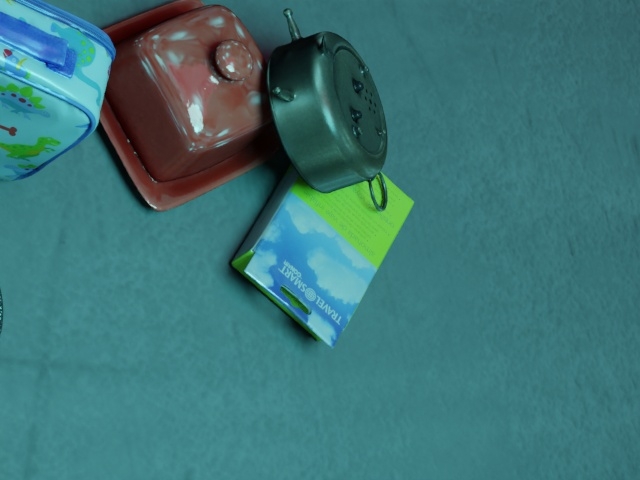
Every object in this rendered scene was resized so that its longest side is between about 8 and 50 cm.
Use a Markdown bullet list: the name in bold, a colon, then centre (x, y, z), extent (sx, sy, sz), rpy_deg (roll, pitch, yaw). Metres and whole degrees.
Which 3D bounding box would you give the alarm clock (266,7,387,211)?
- **alarm clock**: centre (0.018, -0.095, 1.563), extent (0.129, 0.064, 0.192), rpy_deg (-85, 152, -44)

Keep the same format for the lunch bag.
- **lunch bag**: centre (-0.272, -0.131, 1.370), extent (0.219, 0.176, 0.090), rpy_deg (22, 61, -26)

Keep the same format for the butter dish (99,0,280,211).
- **butter dish**: centre (-0.097, -0.129, 1.532), extent (0.160, 0.118, 0.160), rpy_deg (-29, 90, -39)

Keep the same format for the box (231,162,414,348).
- **box**: centre (0.000, 0.000, 1.599), extent (0.109, 0.042, 0.178), rpy_deg (41, 53, -16)

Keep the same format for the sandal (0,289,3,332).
- **sandal**: centre (-0.275, 0.017, 1.391), extent (0.067, 0.040, 0.179), rpy_deg (-2, 88, -22)
